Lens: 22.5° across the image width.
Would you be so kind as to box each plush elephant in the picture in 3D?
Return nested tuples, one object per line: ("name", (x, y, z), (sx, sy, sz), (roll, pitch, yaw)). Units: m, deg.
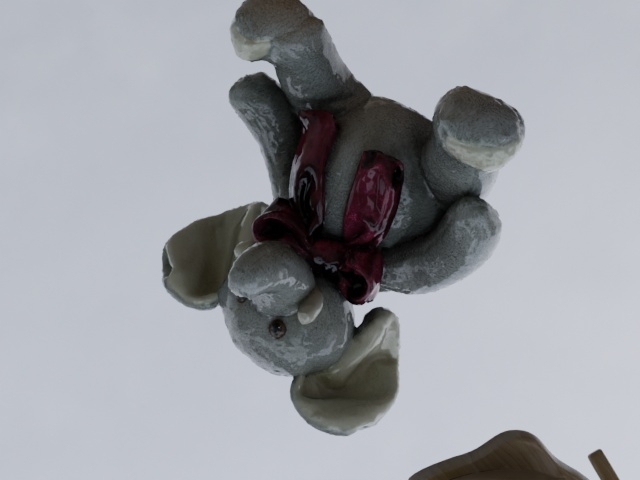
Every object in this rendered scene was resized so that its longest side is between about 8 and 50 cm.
("plush elephant", (0.000, 0.000, 1.351), (0.272, 0.330, 0.255), (31, -108, 20))

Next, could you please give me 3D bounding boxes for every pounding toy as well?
("pounding toy", (0.171, 0.246, 1.251), (0.154, 0.269, 0.155), (-44, -154, 16))
